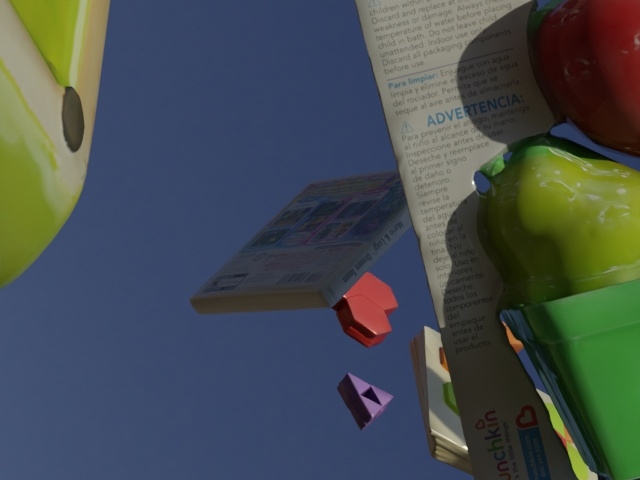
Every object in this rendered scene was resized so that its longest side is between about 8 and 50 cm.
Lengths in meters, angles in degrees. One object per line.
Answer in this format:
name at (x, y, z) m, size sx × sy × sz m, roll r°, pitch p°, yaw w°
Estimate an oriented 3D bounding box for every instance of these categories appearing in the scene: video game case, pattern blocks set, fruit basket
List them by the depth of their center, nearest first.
fruit basket at (0.205, -0.054, 1.032) m, size 0.165 × 0.327 × 0.353 m, roll 78°, pitch -3°, yaw -82°
video game case at (0.000, 0.000, 1.262) m, size 0.157 × 0.143 × 0.019 m, roll -6°, pitch -58°, yaw 53°
pattern blocks set at (0.146, 0.145, 1.432) m, size 0.026 × 0.325 × 0.285 m, roll -51°, pitch -145°, yaw 27°

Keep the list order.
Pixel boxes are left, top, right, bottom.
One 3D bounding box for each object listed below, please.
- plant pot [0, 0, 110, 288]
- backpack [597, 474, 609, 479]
plant pot at (-0.169, -0.109, 0.463) m, size 0.227 × 0.207 × 0.228 m, roll 68°, pitch 22°, yaw -60°
backpack at (0.262, 0.285, 1.784) m, size 0.098 × 0.101 × 0.120 m, roll 51°, pitch -34°, yaw -15°
